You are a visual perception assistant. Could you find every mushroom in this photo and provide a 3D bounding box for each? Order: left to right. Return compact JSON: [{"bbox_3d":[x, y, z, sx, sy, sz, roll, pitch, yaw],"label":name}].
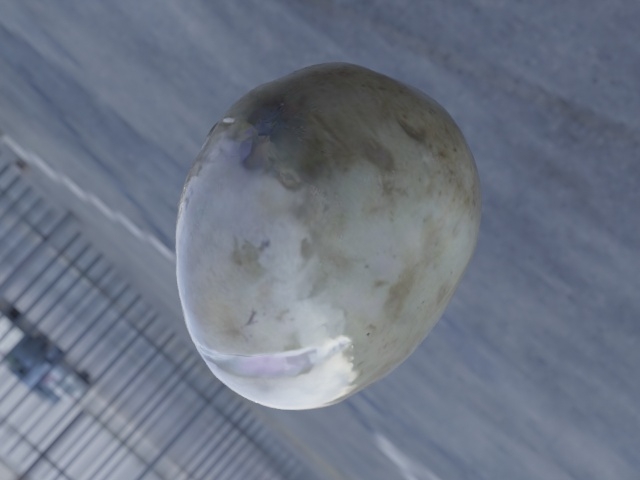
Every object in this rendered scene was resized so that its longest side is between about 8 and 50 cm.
[{"bbox_3d":[0.000,0.000,1.125,0.184,0.255,0.255,21,161,25],"label":"mushroom"}]
